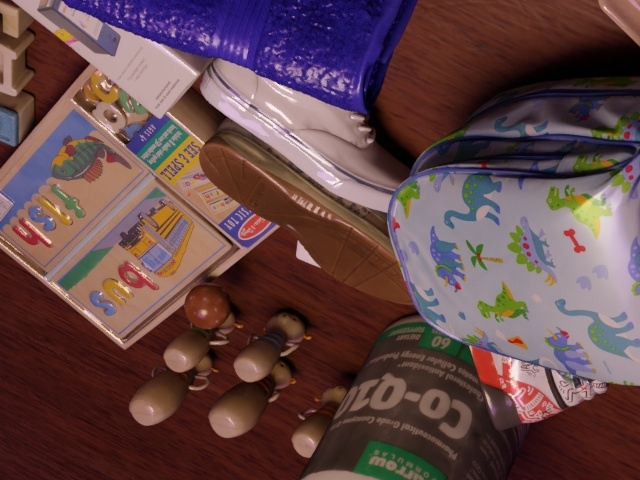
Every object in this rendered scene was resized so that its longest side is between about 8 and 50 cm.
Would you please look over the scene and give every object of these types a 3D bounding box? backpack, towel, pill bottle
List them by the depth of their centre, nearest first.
[{"bbox_3d":[-0.056,-0.261,1.310,0.308,0.227,0.076,20,170,13],"label":"towel"},{"bbox_3d":[0.235,-0.013,1.355,0.355,0.273,0.290,29,147,53],"label":"backpack"},{"bbox_3d":[0.085,0.269,1.636,0.204,0.361,0.204,17,137,16],"label":"pill bottle"}]

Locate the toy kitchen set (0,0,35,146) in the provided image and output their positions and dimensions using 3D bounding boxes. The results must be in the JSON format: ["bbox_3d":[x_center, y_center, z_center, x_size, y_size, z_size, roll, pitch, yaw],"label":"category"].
[{"bbox_3d":[-0.405,-0.171,1.655,0.122,0.166,0.207,24,139,10],"label":"toy kitchen set"}]

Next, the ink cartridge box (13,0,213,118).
[{"bbox_3d":[-0.181,-0.246,1.448,0.212,0.154,0.093,39,142,-9],"label":"ink cartridge box"}]

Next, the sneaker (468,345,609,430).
[{"bbox_3d":[0.210,0.053,1.566,0.145,0.090,0.270,-18,99,7],"label":"sneaker"}]

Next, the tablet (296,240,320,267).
[{"bbox_3d":[0.000,0.000,1.695,0.054,0.006,0.083,21,139,13],"label":"tablet"}]

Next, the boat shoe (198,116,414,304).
[{"bbox_3d":[0.011,-0.040,1.586,0.285,0.089,0.104,37,147,-8],"label":"boat shoe"}]

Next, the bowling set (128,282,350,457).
[{"bbox_3d":[-0.086,0.125,1.796,0.287,0.154,0.200,11,117,22],"label":"bowling set"}]

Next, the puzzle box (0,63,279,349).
[{"bbox_3d":[-0.228,-0.041,1.762,0.272,0.052,0.409,40,139,-10],"label":"puzzle box"}]

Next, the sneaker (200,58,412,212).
[{"bbox_3d":[0.007,-0.118,1.511,0.258,0.094,0.091,31,116,-15],"label":"sneaker"}]

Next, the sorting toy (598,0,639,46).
[{"bbox_3d":[0.364,-0.200,1.249,0.193,0.038,0.208,41,134,-11],"label":"sorting toy"}]
